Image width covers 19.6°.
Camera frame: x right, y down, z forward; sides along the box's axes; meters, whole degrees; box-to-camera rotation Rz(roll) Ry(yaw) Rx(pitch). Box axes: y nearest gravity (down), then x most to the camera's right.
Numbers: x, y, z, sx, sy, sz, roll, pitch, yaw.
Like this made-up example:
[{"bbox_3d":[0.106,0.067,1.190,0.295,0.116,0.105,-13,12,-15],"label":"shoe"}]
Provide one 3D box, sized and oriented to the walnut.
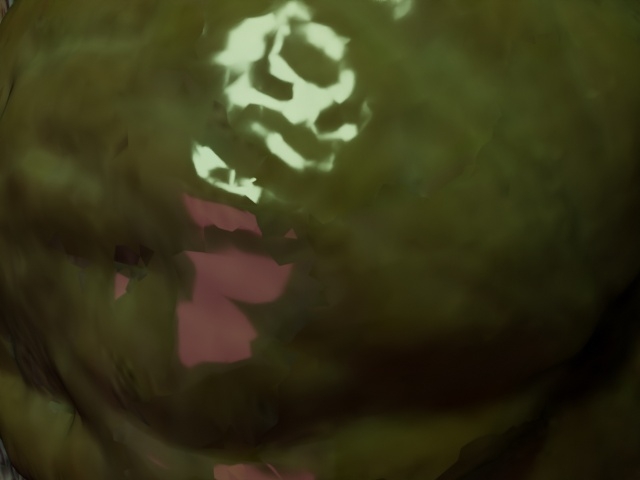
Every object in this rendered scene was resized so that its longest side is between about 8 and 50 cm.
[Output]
[{"bbox_3d":[0.002,-0.003,0.733,0.344,0.306,0.306,15,110,48],"label":"walnut"}]
